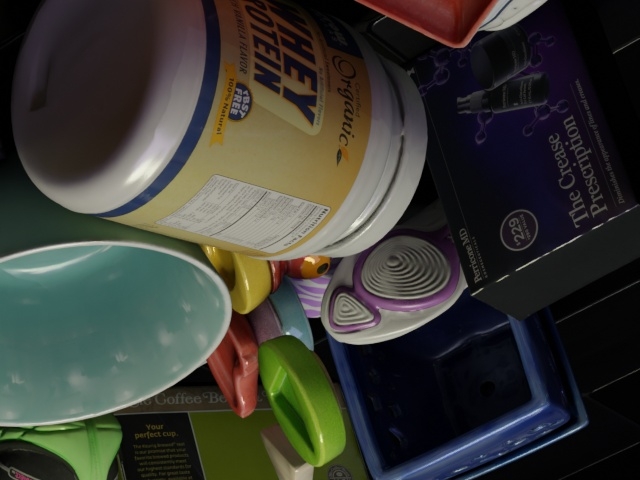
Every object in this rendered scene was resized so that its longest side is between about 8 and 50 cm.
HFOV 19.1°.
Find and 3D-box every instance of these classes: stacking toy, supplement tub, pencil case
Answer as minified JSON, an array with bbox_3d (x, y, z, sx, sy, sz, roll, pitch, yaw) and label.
[{"bbox_3d":[-0.018,0.096,1.914,0.130,0.279,0.309,-24,162,-17],"label":"stacking toy"},{"bbox_3d":[-0.082,-0.108,1.645,0.316,0.228,0.228,15,139,-43],"label":"supplement tub"},{"bbox_3d":[0.000,0.000,2.031,0.086,0.088,0.206,24,147,4],"label":"pencil case"}]

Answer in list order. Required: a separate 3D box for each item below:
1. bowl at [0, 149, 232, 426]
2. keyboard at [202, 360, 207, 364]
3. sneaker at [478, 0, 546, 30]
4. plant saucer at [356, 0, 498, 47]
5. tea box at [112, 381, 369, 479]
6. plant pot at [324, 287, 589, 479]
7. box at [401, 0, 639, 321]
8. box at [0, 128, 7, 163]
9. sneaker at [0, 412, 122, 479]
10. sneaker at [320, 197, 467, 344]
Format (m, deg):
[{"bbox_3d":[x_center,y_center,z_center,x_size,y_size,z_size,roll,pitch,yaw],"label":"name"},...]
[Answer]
[{"bbox_3d":[-0.250,0.027,1.774,0.311,0.163,0.311,-11,146,-7],"label":"bowl"},{"bbox_3d":[-0.078,0.091,2.219,0.256,0.014,0.072,-29,153,23],"label":"keyboard"},{"bbox_3d":[0.198,-0.270,1.667,0.258,0.094,0.091,-34,165,37],"label":"sneaker"},{"bbox_3d":[0.046,-0.280,1.469,0.258,0.048,0.259,25,150,-6],"label":"plant saucer"},{"bbox_3d":[-0.118,0.363,2.347,0.329,0.324,0.220,2,146,-27],"label":"tea box"},{"bbox_3d":[0.171,0.156,2.236,0.236,0.236,0.212,-27,155,19],"label":"plant pot"},{"bbox_3d":[0.202,-0.085,1.790,0.184,0.261,0.103,-32,147,26],"label":"box"},{"bbox_3d":[-0.429,-0.081,1.498,0.318,0.097,0.395,-13,178,-3],"label":"box"},{"bbox_3d":[-0.383,0.340,2.265,0.185,0.202,0.483,2,159,-29],"label":"sneaker"},{"bbox_3d":[0.132,0.020,2.022,0.305,0.114,0.152,-36,163,-14],"label":"sneaker"}]
